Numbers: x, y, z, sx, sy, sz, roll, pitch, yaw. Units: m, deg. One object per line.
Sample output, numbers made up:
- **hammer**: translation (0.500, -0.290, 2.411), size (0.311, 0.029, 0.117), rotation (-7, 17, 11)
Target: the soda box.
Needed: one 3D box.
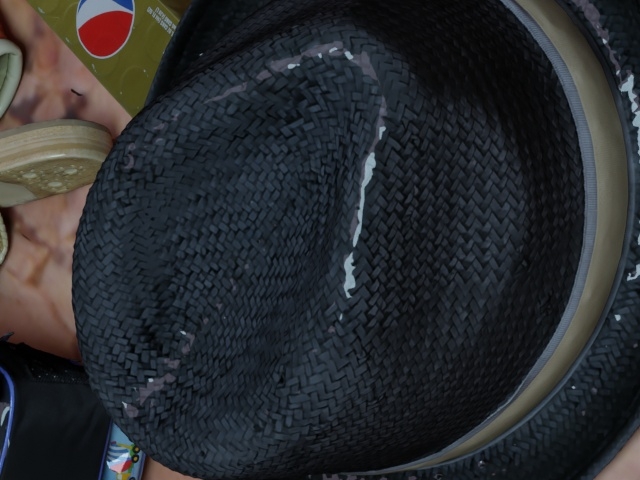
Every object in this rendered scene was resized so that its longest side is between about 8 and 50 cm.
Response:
- **soda box**: translation (-0.114, -0.136, 0.974), size (0.181, 0.058, 0.061), rotation (47, 117, 32)

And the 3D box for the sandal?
- **sandal**: translation (-0.217, 0.000, 1.035), size (0.240, 0.088, 0.079), rotation (-17, 71, 33)

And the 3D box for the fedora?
- **fedora**: translation (0.000, 0.000, 0.778), size (0.334, 0.152, 0.334), rotation (7, 103, 32)

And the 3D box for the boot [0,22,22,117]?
- **boot**: translation (-0.237, -0.076, 1.078), size (0.084, 0.059, 0.158), rotation (43, 114, 27)

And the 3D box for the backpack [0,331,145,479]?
- **backpack**: translation (-0.196, 0.125, 0.992), size (0.173, 0.117, 0.158), rotation (17, 98, 47)
